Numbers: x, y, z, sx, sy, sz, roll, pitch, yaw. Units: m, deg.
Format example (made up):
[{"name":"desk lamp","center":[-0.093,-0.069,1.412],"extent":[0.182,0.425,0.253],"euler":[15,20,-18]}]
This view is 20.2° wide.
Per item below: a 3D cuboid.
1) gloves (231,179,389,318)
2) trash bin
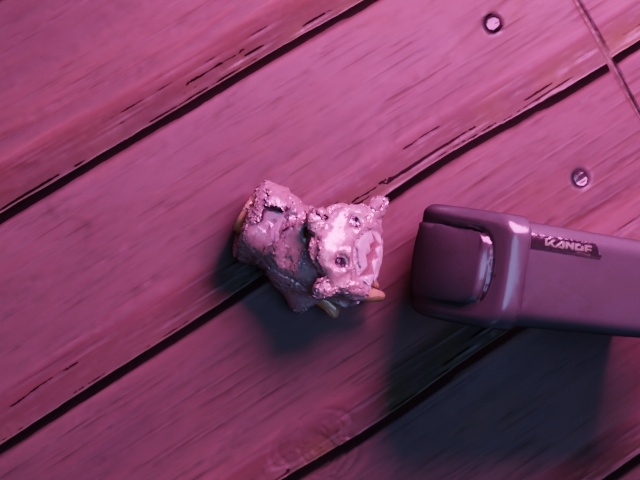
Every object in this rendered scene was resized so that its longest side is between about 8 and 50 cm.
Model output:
[{"name":"gloves","center":[-0.007,0.006,1.582],"extent":[0.144,0.094,0.110],"euler":[8,76,-6]},{"name":"trash bin","center":[0.196,0.031,1.588],"extent":[0.236,0.177,0.101],"euler":[8,89,-17]}]
